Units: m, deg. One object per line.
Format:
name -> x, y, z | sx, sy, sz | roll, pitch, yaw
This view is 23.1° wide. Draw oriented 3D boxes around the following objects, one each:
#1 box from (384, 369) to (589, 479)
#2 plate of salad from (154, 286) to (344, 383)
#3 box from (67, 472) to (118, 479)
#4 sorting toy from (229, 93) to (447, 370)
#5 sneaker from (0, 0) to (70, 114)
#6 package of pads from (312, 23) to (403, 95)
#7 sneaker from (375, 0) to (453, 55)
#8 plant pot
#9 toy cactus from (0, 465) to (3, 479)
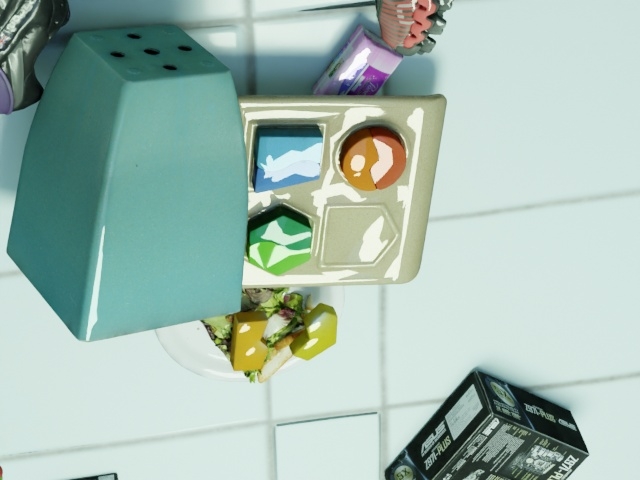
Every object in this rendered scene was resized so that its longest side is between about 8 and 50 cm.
box -> 0.186, 0.253, 1.770 | 0.147, 0.077, 0.180 | 24, 117, -26
plate of salad -> -0.071, 0.074, 1.603 | 0.200, 0.048, 0.199 | -6, 126, -8
box -> -0.262, 0.293, 1.735 | 0.083, 0.018, 0.067 | -8, 127, -7
sorting toy -> 0.000, 0.000, 1.520 | 0.229, 0.041, 0.307 | -4, 123, -16
sneaker -> -0.270, -0.232, 1.324 | 0.124, 0.107, 0.283 | -3, 131, -29
package of pads -> 0.035, -0.157, 1.471 | 0.050, 0.032, 0.083 | 25, 117, -27
sneaker -> 0.064, -0.278, 1.354 | 0.135, 0.097, 0.276 | 11, 139, 5
plant pot -> -0.163, -0.062, 1.392 | 0.165, 0.166, 0.234 | -10, 126, -33
toy cactus -> -0.409, 0.195, 1.592 | 0.219, 0.112, 0.180 | 27, 106, -19
